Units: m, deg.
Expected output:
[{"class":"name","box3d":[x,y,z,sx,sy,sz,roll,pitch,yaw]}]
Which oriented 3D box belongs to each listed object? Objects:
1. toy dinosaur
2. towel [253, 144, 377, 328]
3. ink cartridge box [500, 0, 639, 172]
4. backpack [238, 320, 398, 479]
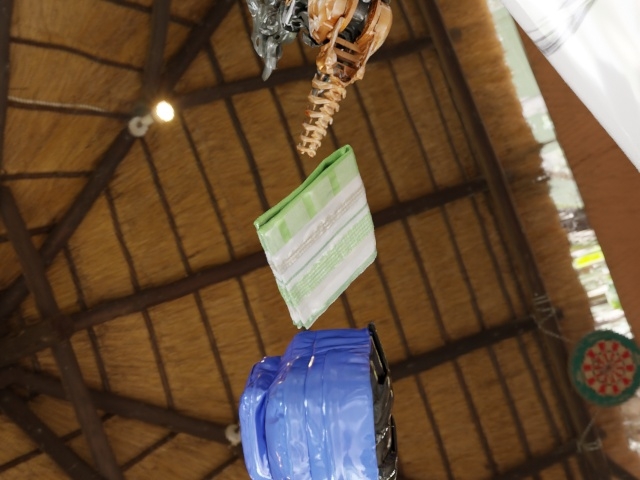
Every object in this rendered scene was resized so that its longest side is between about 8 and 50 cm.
[{"class":"toy dinosaur","box3d":[0.013,-0.267,0.788,0.164,0.218,0.322,39,-108,-21]},{"class":"towel","box3d":[0.000,0.000,0.592,0.113,0.023,0.152,-44,-35,-20]},{"class":"ink cartridge box","box3d":[0.149,-0.203,0.404,0.283,0.117,0.207,43,-150,-19]},{"class":"backpack","box3d":[0.000,0.117,0.423,0.120,0.101,0.098,-99,-1,-81]}]
